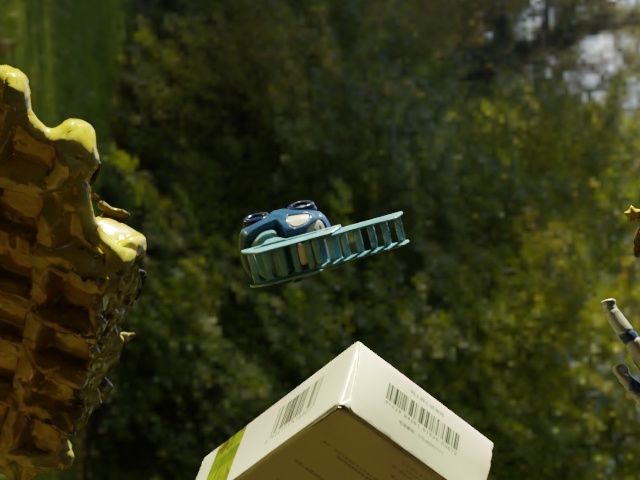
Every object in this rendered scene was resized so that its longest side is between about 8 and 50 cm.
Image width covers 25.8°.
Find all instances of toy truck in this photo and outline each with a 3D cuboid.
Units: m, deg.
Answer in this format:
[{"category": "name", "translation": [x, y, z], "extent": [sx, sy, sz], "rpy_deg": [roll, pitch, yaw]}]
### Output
[{"category": "toy truck", "translation": [0.000, 0.000, 1.160], "extent": [0.074, 0.136, 0.063], "rpy_deg": [-126, -160, -73]}]

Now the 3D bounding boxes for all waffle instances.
[{"category": "waffle", "translation": [-0.231, 0.021, 0.842], "extent": [0.307, 0.312, 0.060], "rpy_deg": [48, 35, -21]}]

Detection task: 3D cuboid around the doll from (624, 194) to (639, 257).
[{"category": "doll", "translation": [0.353, -0.016, 1.332], "extent": [0.077, 0.113, 0.078], "rpy_deg": [3, -96, 61]}]

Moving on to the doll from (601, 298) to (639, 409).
[{"category": "doll", "translation": [0.394, 0.164, 1.579], "extent": [0.057, 0.114, 0.227], "rpy_deg": [100, -26, -69]}]

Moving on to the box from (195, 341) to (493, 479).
[{"category": "box", "translation": [0.016, 0.268, 1.549], "extent": [0.299, 0.200, 0.106], "rpy_deg": [-40, -161, 37]}]
